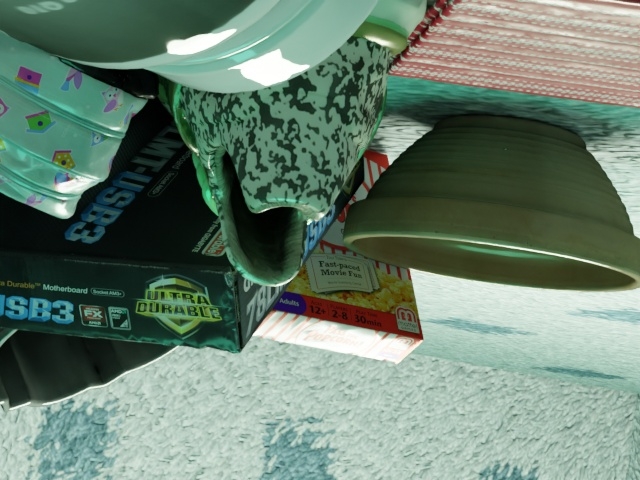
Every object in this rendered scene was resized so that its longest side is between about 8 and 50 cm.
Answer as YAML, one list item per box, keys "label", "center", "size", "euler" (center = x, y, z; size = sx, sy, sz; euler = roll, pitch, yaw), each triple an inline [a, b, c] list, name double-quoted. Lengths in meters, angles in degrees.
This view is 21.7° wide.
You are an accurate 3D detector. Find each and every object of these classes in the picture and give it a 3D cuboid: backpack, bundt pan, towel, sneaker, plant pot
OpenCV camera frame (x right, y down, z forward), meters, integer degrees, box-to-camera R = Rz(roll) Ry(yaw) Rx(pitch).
- label: "backpack"
  center: [-0.181, -0.098, 0.981]
  size: [0.182, 0.115, 0.152]
  euler: [38, -163, 36]
- label: "bundt pan"
  center: [-0.199, 0.020, 1.554]
  size: [0.331, 0.124, 0.331]
  euler: [-29, 163, -10]
- label: "towel"
  center: [0.154, -0.120, 0.957]
  size: [0.199, 0.031, 0.275]
  euler: [7, 174, -8]
- label: "sneaker"
  center: [-0.043, -0.063, 1.007]
  size: [0.158, 0.182, 0.410]
  euler: [9, 173, -4]
- label: "plant pot"
  center: [0.142, -0.031, 1.307]
  size: [0.237, 0.109, 0.237]
  euler: [9, 171, 1]

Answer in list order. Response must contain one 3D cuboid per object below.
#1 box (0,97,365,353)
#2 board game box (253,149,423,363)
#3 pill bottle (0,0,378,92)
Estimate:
- label: "box"
  center: [-0.146, -0.027, 1.241]
  size: [0.293, 0.073, 0.295]
  euler: [5, -152, 19]
- label: "board game box"
  center: [0.000, 0.000, 1.397]
  size: [0.147, 0.193, 0.045]
  euler: [12, 141, -30]
- label: "pill bottle"
  center: [-0.085, -0.148, 0.528]
  size: [0.161, 0.161, 0.283]
  euler: [4, 171, 27]
